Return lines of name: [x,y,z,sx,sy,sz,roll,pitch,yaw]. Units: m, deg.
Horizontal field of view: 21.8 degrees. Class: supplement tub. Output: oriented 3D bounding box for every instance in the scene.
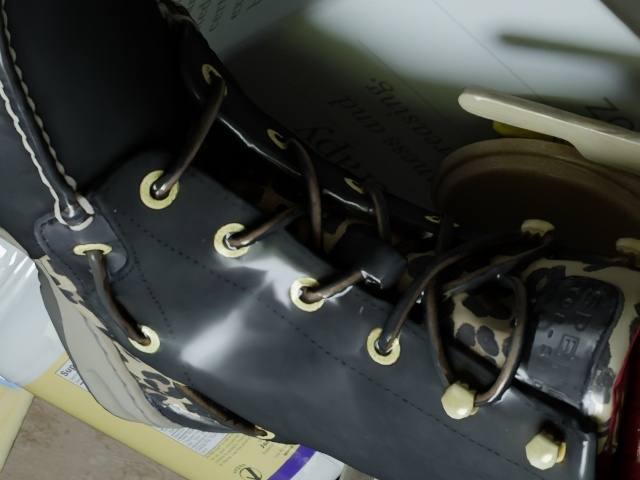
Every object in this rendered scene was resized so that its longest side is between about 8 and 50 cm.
supplement tub: [-0.118,0.044,1.305,0.331,0.241,0.241,32,141,-17]

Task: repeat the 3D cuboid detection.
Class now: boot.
boot: [0.000,0.000,0.695,0.284,0.138,0.377,17,148,23]

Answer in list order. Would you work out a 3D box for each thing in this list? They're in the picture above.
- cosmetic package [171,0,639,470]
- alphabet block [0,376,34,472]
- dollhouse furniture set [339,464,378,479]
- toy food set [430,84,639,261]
cosmetic package: [0.090,-0.109,0.947,0.329,0.327,0.394,39,140,-27]
alphabet block: [-0.323,0.066,1.465,0.193,0.192,0.197,25,142,-6]
dollhouse furniture set: [0.053,0.152,0.960,0.091,0.081,0.114,-16,134,37]
toy food set: [0.116,-0.011,0.764,0.132,0.038,0.192,19,150,9]
